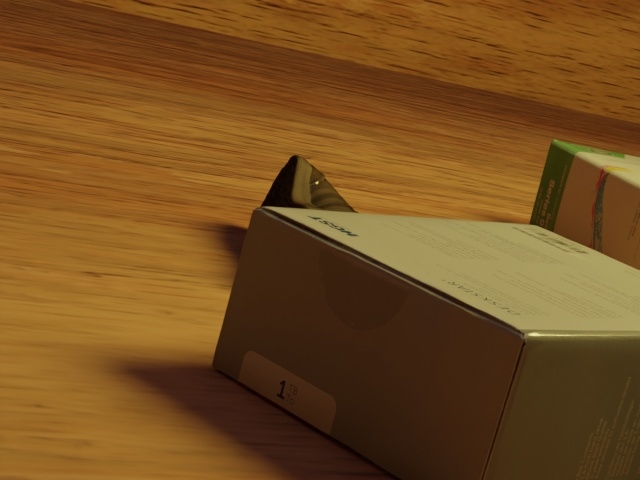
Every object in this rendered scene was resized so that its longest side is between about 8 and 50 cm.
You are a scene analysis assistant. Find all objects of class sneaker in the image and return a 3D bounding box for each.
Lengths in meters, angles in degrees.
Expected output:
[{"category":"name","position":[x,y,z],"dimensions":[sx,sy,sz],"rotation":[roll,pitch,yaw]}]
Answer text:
[{"category":"sneaker","position":[0.000,0.000,1.061],"dimensions":[0.071,0.066,0.188],"rotation":[30,14,-14]}]

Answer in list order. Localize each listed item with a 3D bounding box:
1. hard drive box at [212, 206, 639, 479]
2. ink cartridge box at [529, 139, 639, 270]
[{"category":"hard drive box","position":[0.094,0.055,0.817],"dimensions":[0.232,0.089,0.181],"rotation":[4,16,-45]},{"category":"ink cartridge box","position":[0.299,-0.009,1.380],"dimensions":[0.154,0.093,0.212],"rotation":[10,12,-23]}]
